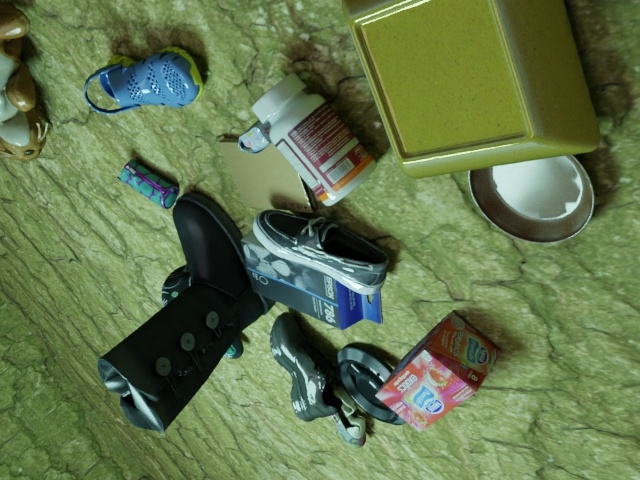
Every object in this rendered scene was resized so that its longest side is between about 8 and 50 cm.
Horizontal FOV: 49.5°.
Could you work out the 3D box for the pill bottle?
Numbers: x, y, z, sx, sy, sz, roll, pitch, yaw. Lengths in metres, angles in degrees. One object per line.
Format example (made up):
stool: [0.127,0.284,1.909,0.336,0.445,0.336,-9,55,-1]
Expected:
pill bottle: [-0.012,-0.179,1.225,0.221,0.121,0.121,50,143,-6]

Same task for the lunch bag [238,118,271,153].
lunch bag: [-0.114,-0.205,1.339,0.083,0.071,0.053,-18,115,47]

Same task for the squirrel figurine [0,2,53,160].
squirrel figurine: [-0.835,-0.386,1.745,0.397,0.281,0.370,34,155,37]

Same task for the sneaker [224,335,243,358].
sneaker: [-0.296,0.275,1.983,0.224,0.083,0.098,29,161,27]

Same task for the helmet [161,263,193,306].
helmet: [-0.327,0.136,1.791,0.162,0.169,0.169,-23,108,42]

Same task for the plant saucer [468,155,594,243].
plant saucer: [0.326,-0.085,1.067,0.199,0.036,0.198,26,140,24]

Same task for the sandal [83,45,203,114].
sandal: [-0.371,-0.314,1.426,0.317,0.138,0.126,3,125,40]

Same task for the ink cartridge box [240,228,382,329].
ink cartridge box: [-0.022,0.092,1.543,0.333,0.065,0.165,18,135,30]

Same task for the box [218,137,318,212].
box: [-0.110,-0.136,1.442,0.201,0.021,0.164,8,130,39]

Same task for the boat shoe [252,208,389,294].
boat shoe: [0.000,0.000,1.398,0.301,0.108,0.102,29,141,16]

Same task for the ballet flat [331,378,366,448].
ballet flat: [0.069,0.447,1.788,0.079,0.077,0.221,-19,107,47]

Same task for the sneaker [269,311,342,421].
sneaker: [-0.026,0.304,1.704,0.130,0.109,0.286,-15,102,36]

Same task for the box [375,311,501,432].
box: [0.235,0.274,1.421,0.128,0.122,0.257,39,143,6]

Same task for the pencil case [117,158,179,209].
pencil case: [-0.419,-0.137,1.696,0.152,0.064,0.070,31,166,17]

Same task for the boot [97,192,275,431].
boot: [-0.336,0.150,1.572,0.146,0.445,0.367,-17,112,50]

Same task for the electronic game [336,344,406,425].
electronic game: [0.126,0.346,1.653,0.229,0.048,0.229,33,144,28]

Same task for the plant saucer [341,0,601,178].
plant saucer: [0.184,-0.242,0.983,0.333,0.081,0.332,-6,113,45]
